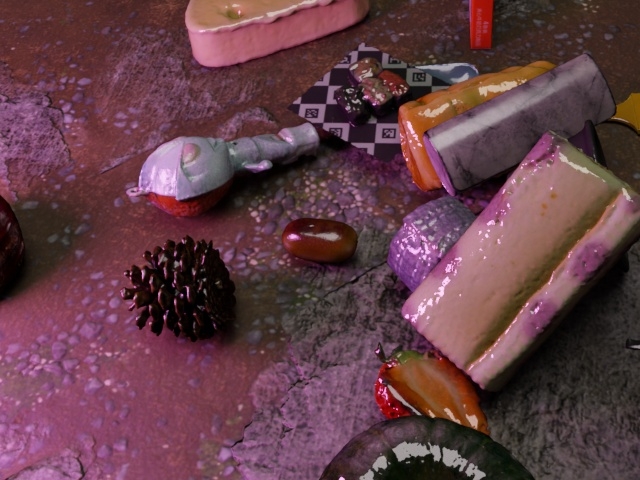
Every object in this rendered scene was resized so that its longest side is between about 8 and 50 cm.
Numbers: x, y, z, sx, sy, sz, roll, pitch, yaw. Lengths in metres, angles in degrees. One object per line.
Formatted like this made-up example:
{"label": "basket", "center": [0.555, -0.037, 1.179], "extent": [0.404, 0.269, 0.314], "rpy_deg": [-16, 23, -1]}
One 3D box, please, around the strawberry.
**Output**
{"label": "strawberry", "center": [0.144, 0.223, 1.302], "extent": [0.192, 0.085, 0.140], "rpy_deg": [28, 40, 3]}

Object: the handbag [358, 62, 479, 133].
{"label": "handbag", "center": [0.180, -0.236, 1.718], "extent": [0.229, 0.062, 0.179], "rpy_deg": [-4, 52, 4]}

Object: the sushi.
{"label": "sushi", "center": [0.094, -0.265, 1.680], "extent": [0.231, 0.047, 0.219], "rpy_deg": [32, 62, 27]}

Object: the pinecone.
{"label": "pinecone", "center": [-0.220, 0.076, 1.434], "extent": [0.165, 0.163, 0.163], "rpy_deg": [-8, 47, 17]}

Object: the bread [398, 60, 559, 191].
{"label": "bread", "center": [0.277, -0.191, 1.582], "extent": [0.294, 0.167, 0.132], "rpy_deg": [-17, 8, -11]}

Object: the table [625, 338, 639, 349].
{"label": "table", "center": [0.555, 0.055, 1.261], "extent": [0.249, 0.317, 0.317], "rpy_deg": [15, 52, 7]}

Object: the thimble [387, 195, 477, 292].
{"label": "thimble", "center": [0.184, 0.016, 1.438], "extent": [0.150, 0.150, 0.098], "rpy_deg": [-28, 52, -17]}

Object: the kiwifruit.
{"label": "kiwifruit", "center": [0.000, 0.000, 1.524], "extent": [0.124, 0.075, 0.075], "rpy_deg": [3, 50, 14]}

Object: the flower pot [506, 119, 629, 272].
{"label": "flower pot", "center": [0.372, -0.050, 1.451], "extent": [0.148, 0.235, 0.235], "rpy_deg": [-15, 46, 21]}

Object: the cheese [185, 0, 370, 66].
{"label": "cheese", "center": [-0.072, -0.506, 1.953], "extent": [0.383, 0.104, 0.384], "rpy_deg": [-4, 48, 5]}

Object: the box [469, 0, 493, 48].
{"label": "box", "center": [0.311, -0.558, 1.840], "extent": [0.048, 0.273, 0.265], "rpy_deg": [-1, 50, 7]}

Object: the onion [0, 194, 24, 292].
{"label": "onion", "center": [-0.592, -0.014, 1.521], "extent": [0.207, 0.206, 0.216], "rpy_deg": [18, 54, 21]}

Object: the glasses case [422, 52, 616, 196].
{"label": "glasses case", "center": [0.312, -0.182, 1.491], "extent": [0.299, 0.060, 0.114], "rpy_deg": [-27, 91, -8]}

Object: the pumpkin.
{"label": "pumpkin", "center": [0.121, 0.350, 1.113], "extent": [0.300, 0.207, 0.300], "rpy_deg": [-1, 57, 1]}

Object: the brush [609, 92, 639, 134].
{"label": "brush", "center": [0.494, -0.224, 1.697], "extent": [0.272, 0.013, 0.103], "rpy_deg": [-1, 49, 8]}

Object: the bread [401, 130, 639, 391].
{"label": "bread", "center": [0.279, 0.032, 1.296], "extent": [0.187, 0.155, 0.338], "rpy_deg": [41, 105, 13]}

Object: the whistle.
{"label": "whistle", "center": [-0.166, -0.128, 1.631], "extent": [0.346, 0.134, 0.142], "rpy_deg": [-18, 8, -22]}
